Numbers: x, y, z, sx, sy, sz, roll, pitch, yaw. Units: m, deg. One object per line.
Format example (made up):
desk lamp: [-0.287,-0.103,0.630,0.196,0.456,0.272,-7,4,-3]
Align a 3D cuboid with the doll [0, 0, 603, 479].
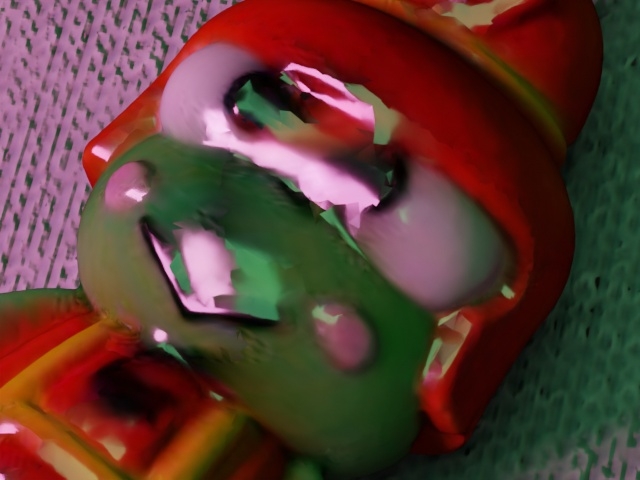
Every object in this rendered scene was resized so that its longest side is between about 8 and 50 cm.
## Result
doll: [0.000,0.000,0.755,0.183,0.160,0.363,34,78,21]
